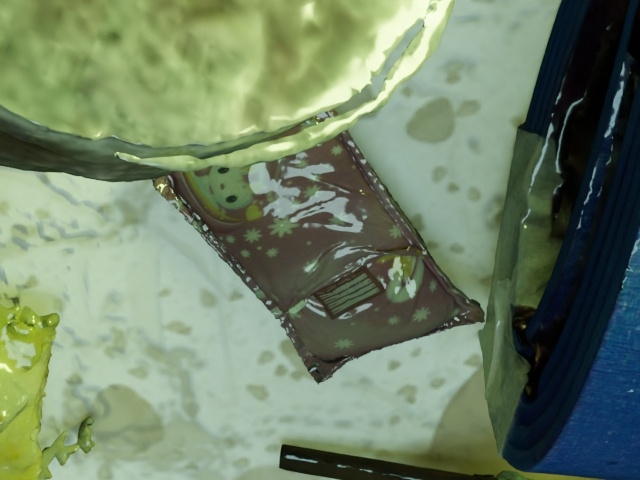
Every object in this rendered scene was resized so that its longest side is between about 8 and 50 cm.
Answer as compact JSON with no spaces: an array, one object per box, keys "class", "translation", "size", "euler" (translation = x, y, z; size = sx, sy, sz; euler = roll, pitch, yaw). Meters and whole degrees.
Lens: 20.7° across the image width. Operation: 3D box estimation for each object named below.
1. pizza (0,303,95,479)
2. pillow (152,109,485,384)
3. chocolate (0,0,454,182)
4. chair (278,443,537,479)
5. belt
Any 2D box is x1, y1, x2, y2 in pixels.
[{"class":"pizza","translation":[-0.252,0.142,1.033],"size":[0.280,0.075,0.288],"euler":[28,114,-22]},{"class":"pillow","translation":[0.000,0.000,0.998],"size":[0.118,0.043,0.185],"euler":[-27,117,17]},{"class":"chocolate","translation":[-0.105,-0.156,0.792],"size":[0.303,0.213,0.303],"euler":[5,78,-24]},{"class":"chair","translation":[0.123,0.236,1.072],"size":[0.319,0.186,0.160],"euler":[9,114,-9]},{"class":"belt","translation":[0.179,-0.037,0.898],"size":[0.117,0.212,0.347],"euler":[7,116,-12]}]
